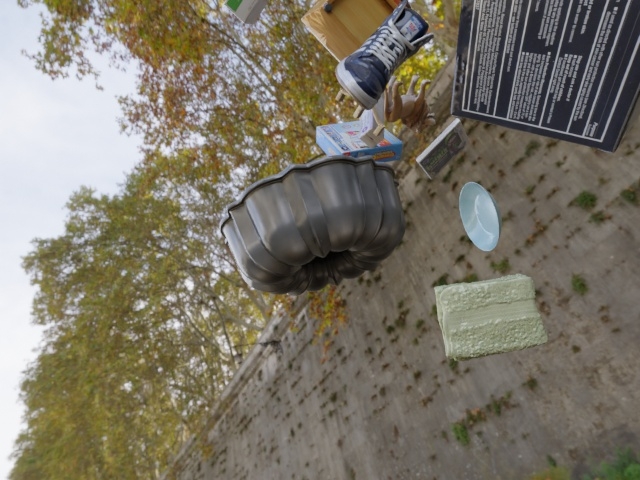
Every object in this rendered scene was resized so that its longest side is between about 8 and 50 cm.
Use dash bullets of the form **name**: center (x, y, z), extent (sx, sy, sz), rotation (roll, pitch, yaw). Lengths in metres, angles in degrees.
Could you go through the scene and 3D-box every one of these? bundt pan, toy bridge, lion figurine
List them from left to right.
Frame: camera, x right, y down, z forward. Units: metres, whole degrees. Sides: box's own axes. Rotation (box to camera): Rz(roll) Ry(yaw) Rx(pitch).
- **bundt pan**: center (0.000, 0.000, 0.704), extent (0.330, 0.124, 0.331), rotation (-15, -23, -7)
- **toy bridge**: center (0.124, -0.400, 1.220), extent (0.026, 0.188, 0.063), rotation (-29, -19, -48)
- **lion figurine**: center (0.356, -0.576, 1.745), extent (0.392, 0.142, 0.240), rotation (-14, -50, -36)

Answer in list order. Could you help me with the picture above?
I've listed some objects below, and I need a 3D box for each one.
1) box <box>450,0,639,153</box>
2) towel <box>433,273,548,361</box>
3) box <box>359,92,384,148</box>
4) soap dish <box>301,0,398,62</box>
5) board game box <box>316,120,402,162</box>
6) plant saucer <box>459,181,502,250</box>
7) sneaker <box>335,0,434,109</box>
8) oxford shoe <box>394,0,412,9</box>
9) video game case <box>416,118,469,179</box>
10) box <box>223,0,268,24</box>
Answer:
- **box**: center (0.405, -0.345, 0.676), extent (0.182, 0.294, 0.296), rotation (-39, -40, -28)
- **towel**: center (0.240, 0.108, 0.573), extent (0.148, 0.110, 0.027), rotation (-8, -13, -3)
- **box**: center (0.185, -0.462, 1.447), extent (0.067, 0.324, 0.063), rotation (33, -45, -29)
- **soap dish**: center (0.125, -0.622, 1.180), extent (0.291, 0.118, 0.229), rotation (42, -100, -14)
- **board game box**: center (0.174, -0.457, 1.896), extent (0.301, 0.308, 0.086), rotation (-13, -50, -17)
- **plant saucer**: center (0.445, -0.069, 1.104), extent (0.037, 0.195, 0.195), rotation (-15, -34, -5)
- **sneaker**: center (0.126, -0.354, 0.761), extent (0.099, 0.282, 0.153), rotation (44, -55, -15)
- **oxford shoe**: center (0.255, -0.862, 1.429), extent (0.129, 0.133, 0.363), rotation (7, 3, 30)
- **video game case**: center (0.439, -0.319, 1.440), extent (0.190, 0.022, 0.173), rotation (-45, -31, 13)
- **box**: center (-0.232, -0.754, 1.279), extent (0.087, 0.102, 0.101), rotation (40, -66, -12)
